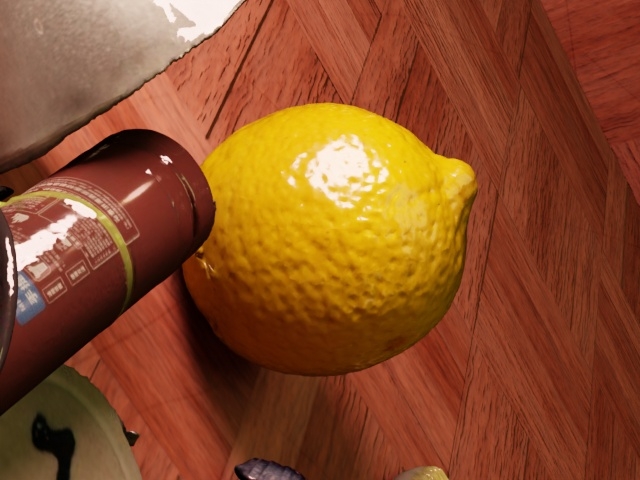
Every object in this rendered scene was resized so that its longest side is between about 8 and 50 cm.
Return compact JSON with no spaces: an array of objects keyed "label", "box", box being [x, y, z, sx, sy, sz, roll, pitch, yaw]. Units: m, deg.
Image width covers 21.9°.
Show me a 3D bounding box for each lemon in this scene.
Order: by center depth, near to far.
[{"label":"lemon","box":[0.008,-0.001,1.379,0.228,0.253,0.228,-4,90,-66]}]

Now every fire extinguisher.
[{"label":"fire extinguisher","box":[-0.191,0.030,0.942,0.341,0.141,0.105,-42,138,-56]}]

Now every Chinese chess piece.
[{"label":"Chinese chess piece","box":[-0.191,0.173,1.009,0.238,0.092,0.237,48,32,-42]}]

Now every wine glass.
[{"label":"wine glass","box":[-0.240,-0.269,1.049,0.406,0.267,0.267,57,26,-20]}]

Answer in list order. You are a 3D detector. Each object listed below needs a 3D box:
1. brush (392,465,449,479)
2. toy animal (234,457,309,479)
[{"label":"brush","box":[0.061,0.277,1.540,0.067,0.072,0.313,46,24,6]},{"label":"toy animal","box":[0.004,0.258,1.343,0.218,0.116,0.179,65,23,-9]}]
